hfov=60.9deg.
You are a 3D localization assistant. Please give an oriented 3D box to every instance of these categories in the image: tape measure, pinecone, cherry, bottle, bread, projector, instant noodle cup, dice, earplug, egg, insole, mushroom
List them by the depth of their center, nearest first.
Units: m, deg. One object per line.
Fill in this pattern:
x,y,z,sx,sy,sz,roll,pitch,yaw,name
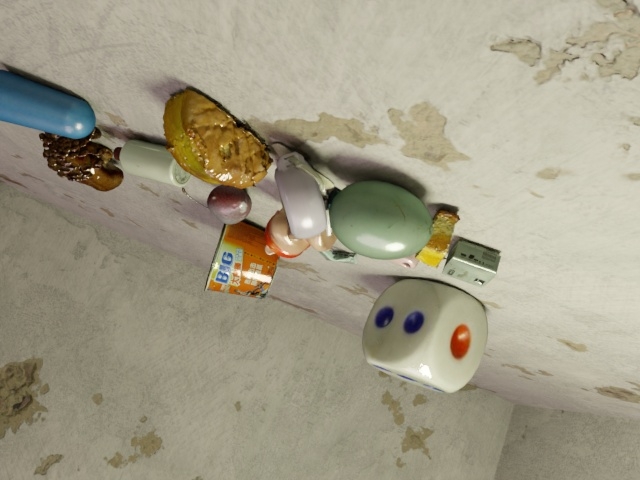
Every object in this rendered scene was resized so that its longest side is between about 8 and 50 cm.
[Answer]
0.128,-0.043,1.173,0.230,0.168,0.168,16,163,20,egg
-0.239,-0.200,1.208,0.160,0.147,0.260,4,156,41,bread
-0.036,-0.093,1.221,0.105,0.179,0.196,-16,164,-6,tape measure
0.266,-0.003,1.242,0.065,0.103,0.187,23,169,5,bread
-0.041,-0.172,1.271,0.192,0.010,0.063,35,160,-34,insole
0.376,0.058,1.360,0.115,0.061,0.147,21,164,9,projector
-0.726,-0.347,1.434,0.272,0.133,0.132,18,164,4,earplug
-0.479,-0.223,1.526,0.245,0.104,0.104,16,163,22,bottle
-0.713,-0.264,1.578,0.179,0.150,0.195,28,125,13,pinecone
-0.284,-0.122,1.581,0.188,0.115,0.148,39,177,-31,cherry
-0.759,-0.241,1.776,0.194,0.138,0.231,12,161,34,mushroom
0.339,0.309,1.777,0.276,0.304,0.304,32,162,-32,dice
-0.267,0.070,1.910,0.213,0.297,0.296,17,165,-10,instant noodle cup

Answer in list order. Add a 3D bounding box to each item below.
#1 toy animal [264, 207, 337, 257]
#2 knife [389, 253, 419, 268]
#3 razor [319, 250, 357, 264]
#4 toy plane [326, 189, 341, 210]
-0.054,-0.034,1.463,0.197,0.172,0.171,-5,153,23,toy animal
0.125,0.008,1.583,0.335,0.043,0.081,19,158,21,knife
-0.005,0.009,1.721,0.111,0.056,0.277,7,158,47,razor
0.071,-0.068,1.386,0.096,0.060,0.235,1,152,22,toy plane
